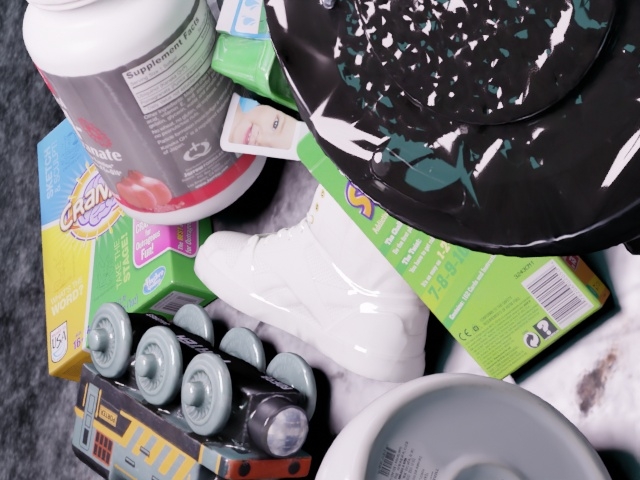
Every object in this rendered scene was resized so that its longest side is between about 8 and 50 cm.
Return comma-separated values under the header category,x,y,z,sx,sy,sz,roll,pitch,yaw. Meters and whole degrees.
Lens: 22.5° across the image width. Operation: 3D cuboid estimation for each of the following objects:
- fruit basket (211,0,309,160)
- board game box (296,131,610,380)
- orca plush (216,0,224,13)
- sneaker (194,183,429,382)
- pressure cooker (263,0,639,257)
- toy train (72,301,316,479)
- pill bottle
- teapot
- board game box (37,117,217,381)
category,x,y,z,sx,sy,sz,roll,pitch,yaw
fruit basket,0.067,-0.222,1.464,0.353,0.165,0.327,9,81,47
board game box,0.103,-0.016,1.308,0.124,0.259,0.039,-41,2,33
orca plush,-0.068,-0.292,1.710,0.102,0.151,0.287,107,152,-60
sneaker,0.000,0.000,1.476,0.292,0.108,0.169,24,112,43
pressure cooker,0.215,-0.198,1.091,0.370,0.420,0.375,15,109,32
toy train,-0.128,0.176,1.577,0.334,0.142,0.190,22,106,50
pill bottle,-0.183,-0.180,1.581,0.176,0.318,0.176,-14,43,13
teapot,0.092,0.239,1.211,0.252,0.256,0.187,63,149,21
board game box,-0.225,-0.029,1.824,0.242,0.064,0.316,-36,50,37
